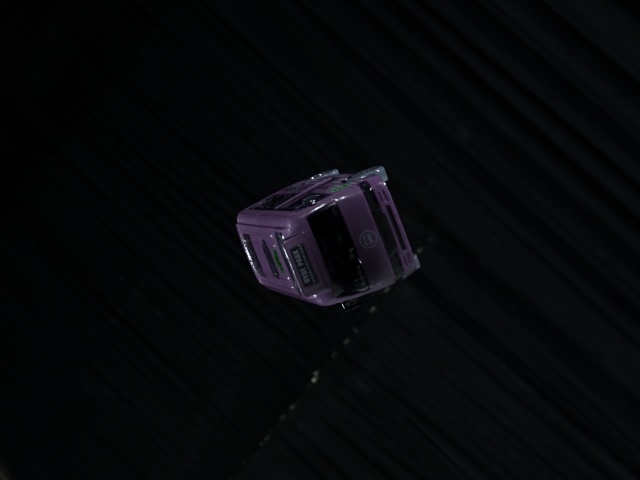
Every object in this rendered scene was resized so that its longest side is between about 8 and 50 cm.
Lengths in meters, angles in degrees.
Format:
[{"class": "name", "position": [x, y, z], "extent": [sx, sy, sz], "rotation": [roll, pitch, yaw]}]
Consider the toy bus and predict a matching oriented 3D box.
[{"class": "toy bus", "position": [0.000, 0.000, 0.771], "extent": [0.098, 0.086, 0.178], "rotation": [-23, 9, -17]}]
